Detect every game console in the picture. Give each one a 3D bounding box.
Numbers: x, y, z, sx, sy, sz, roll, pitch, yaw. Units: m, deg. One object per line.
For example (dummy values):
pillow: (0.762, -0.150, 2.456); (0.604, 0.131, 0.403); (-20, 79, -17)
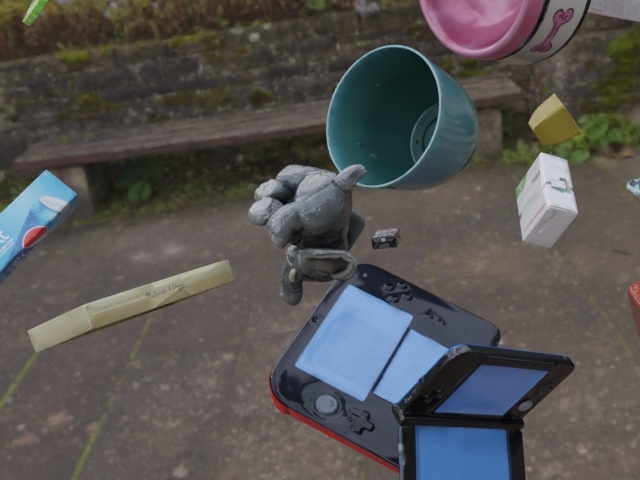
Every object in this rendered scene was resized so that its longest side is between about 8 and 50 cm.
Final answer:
game console: (0.274, 0.313, 1.303); (0.293, 0.250, 0.173); (11, 39, -36)
game console: (0.124, 0.227, 1.540); (0.342, 0.060, 0.386); (23, 49, 17)

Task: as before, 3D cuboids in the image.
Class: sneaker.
sneaker: (0.511, -0.054, 1.239); (0.098, 0.069, 0.038); (21, 53, 35)

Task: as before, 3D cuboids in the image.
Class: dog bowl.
dog bowl: (0.359, -0.558, 1.701); (0.150, 0.407, 0.408); (-17, 23, -30)

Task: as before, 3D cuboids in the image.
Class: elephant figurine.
elephant figurine: (0.000, 0.000, 1.340); (0.169, 0.239, 0.186); (-45, 38, -20)

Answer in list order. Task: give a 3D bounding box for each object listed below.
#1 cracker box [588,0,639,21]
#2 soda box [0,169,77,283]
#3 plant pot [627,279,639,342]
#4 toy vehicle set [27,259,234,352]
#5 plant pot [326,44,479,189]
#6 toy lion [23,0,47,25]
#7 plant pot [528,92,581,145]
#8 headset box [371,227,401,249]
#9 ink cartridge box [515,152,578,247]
cracker box: (0.772, -0.597, 1.968); (0.232, 0.067, 0.155); (22, 56, 31)
soda box: (-0.512, -0.018, 1.398); (0.210, 0.071, 0.067); (-52, 2, -26)
plant pot: (0.700, 0.162, 1.458); (0.267, 0.235, 0.267); (-31, 9, 14)
toy vehicle set: (-0.276, 0.095, 1.222); (0.166, 0.035, 0.267); (-22, -2, 41)
plant pot: (0.199, -0.238, 1.735); (0.293, 0.292, 0.235); (13, 3, 43)
toy lion: (-0.513, -0.432, 1.493); (0.100, 0.034, 0.096); (6, 67, 60)
plant pot: (0.503, -0.255, 1.786); (0.083, 0.081, 0.081); (-34, 23, 17)
headset box: (0.165, -0.006, 2.043); (0.062, 0.032, 0.083); (-6, 14, 15)
ink cartridge box: (0.633, -0.111, 2.310); (0.093, 0.160, 0.219); (14, 47, -10)
